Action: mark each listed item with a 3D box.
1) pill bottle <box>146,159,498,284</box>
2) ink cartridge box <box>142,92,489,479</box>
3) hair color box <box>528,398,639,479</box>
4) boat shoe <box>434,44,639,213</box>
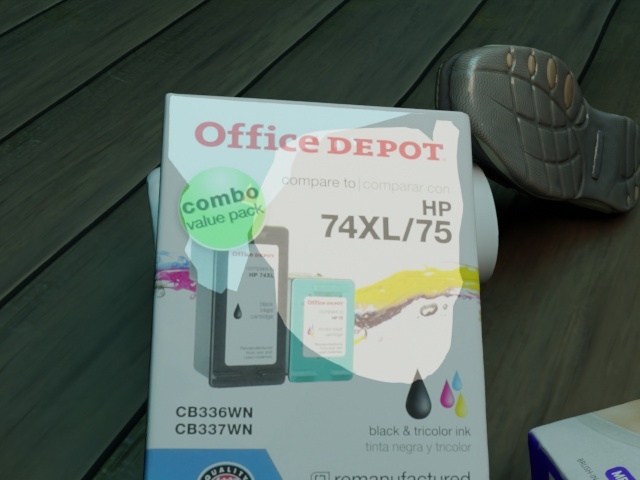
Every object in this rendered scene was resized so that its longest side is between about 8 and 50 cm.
[{"bbox_3d":[0.000,0.000,0.793,0.301,0.169,0.169,-7,40,-12],"label":"pill bottle"},{"bbox_3d":[-0.015,0.066,0.582,0.198,0.197,0.270,2,75,-9],"label":"ink cartridge box"},{"bbox_3d":[0.334,0.168,0.567,0.339,0.110,0.185,-13,21,-6],"label":"hair color box"},{"bbox_3d":[0.210,-0.097,0.885,0.130,0.132,0.355,4,-10,42],"label":"boat shoe"}]
